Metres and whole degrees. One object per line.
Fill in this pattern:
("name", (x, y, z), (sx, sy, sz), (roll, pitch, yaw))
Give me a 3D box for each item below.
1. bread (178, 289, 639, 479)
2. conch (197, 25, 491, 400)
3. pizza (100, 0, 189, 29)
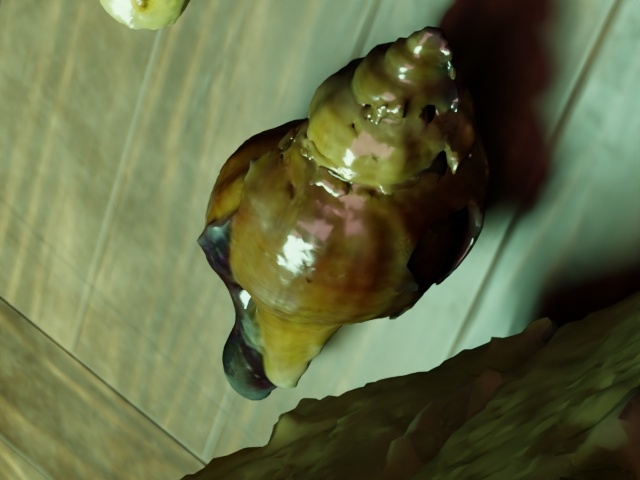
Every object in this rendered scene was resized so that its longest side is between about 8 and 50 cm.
("bread", (0.086, 0.234, 0.573), (0.279, 0.371, 0.390), (-29, 97, 49))
("conch", (-0.004, -0.002, 0.721), (0.233, 0.080, 0.086), (-36, 81, 46))
("pizza", (-0.092, -0.186, 0.704), (0.161, 0.062, 0.182), (39, 135, 24))
